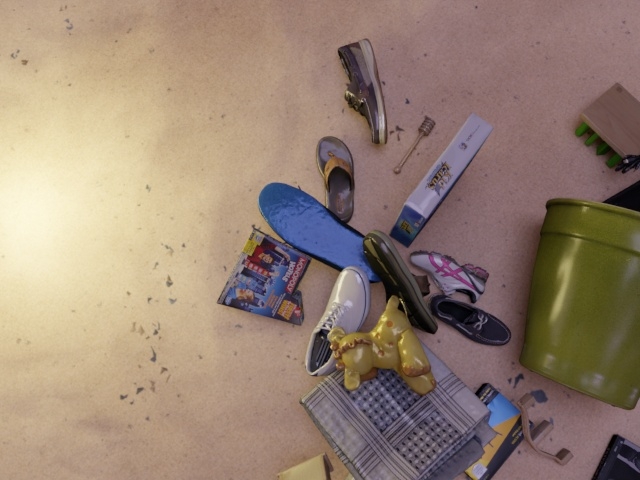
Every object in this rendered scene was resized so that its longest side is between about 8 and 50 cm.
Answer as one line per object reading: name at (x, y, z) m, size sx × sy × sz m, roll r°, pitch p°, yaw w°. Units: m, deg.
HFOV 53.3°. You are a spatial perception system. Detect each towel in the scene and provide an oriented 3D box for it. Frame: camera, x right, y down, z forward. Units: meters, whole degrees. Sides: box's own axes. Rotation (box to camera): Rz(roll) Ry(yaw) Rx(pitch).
towel at (0.167, 0.365, 1.324) m, size 0.312 × 0.056 × 0.324 m, roll -31°, pitch 66°, yaw -25°

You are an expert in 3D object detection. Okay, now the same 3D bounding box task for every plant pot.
plant pot at (0.585, 0.142, 1.321) m, size 0.366 × 0.366 × 0.353 m, roll 22°, pitch 89°, yaw 5°

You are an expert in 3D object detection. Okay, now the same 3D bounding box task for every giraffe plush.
giraffe plush at (0.115, 0.229, 1.290) m, size 0.170 × 0.181 × 0.210 m, roll -23°, pitch 116°, yaw 1°

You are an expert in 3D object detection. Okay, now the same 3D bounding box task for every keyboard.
keyboard at (0.789, -0.147, 1.488) m, size 0.317 × 0.033 × 0.202 m, roll -28°, pitch 115°, yaw -8°

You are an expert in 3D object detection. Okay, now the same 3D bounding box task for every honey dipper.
honey dipper at (0.227, -0.228, 1.551) m, size 0.030 × 0.030 × 0.161 m, roll 32°, pitch 81°, yaw 7°

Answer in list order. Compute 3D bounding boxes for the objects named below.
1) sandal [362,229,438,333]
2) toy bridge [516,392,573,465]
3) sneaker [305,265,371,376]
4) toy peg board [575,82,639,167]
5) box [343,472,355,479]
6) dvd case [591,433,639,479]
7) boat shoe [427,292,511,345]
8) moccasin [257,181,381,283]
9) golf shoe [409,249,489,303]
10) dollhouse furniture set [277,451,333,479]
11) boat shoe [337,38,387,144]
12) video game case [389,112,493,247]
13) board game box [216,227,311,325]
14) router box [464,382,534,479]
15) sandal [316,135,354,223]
sandal at (0.189, 0.090, 1.358) m, size 0.086 × 0.303 × 0.120 m, roll -43°, pitch 35°, yaw -23°
toy bridge at (0.467, 0.411, 1.359) m, size 0.063 × 0.026 × 0.188 m, roll -40°, pitch 105°, yaw -12°
sneaker at (0.037, 0.180, 1.364) m, size 0.094 × 0.091 × 0.258 m, roll 21°, pitch 104°, yaw 28°
toy peg board at (0.714, -0.271, 1.549) m, size 0.160 × 0.079 × 0.161 m, roll -38°, pitch 80°, yaw -25°
box at (0.088, 0.539, 1.326) m, size 0.101 × 0.102 × 0.087 m, roll 39°, pitch 83°, yaw 8°
dvd case at (0.701, 0.556, 1.362) m, size 0.238 × 0.029 × 0.179 m, roll 31°, pitch 78°, yaw 6°
boat shoe at (0.335, 0.182, 1.422) m, size 0.206 × 0.065 × 0.075 m, roll 27°, pitch 89°, yaw -1°
moccasin at (0.000, 0.000, 1.452) m, size 0.342 × 0.117 × 0.138 m, roll 38°, pitch 84°, yaw 4°
golf shoe at (0.287, 0.080, 1.456) m, size 0.186 × 0.067 × 0.086 m, roll 21°, pitch 79°, yaw 4°
dollhouse furniture set at (0.015, 0.566, 1.227) m, size 0.212 × 0.161 × 0.242 m, roll -24°, pitch 102°, yaw 1°
boat shoe at (0.102, -0.356, 1.548) m, size 0.092 × 0.103 × 0.285 m, roll -11°, pitch 73°, yaw 2°
video game case at (0.257, -0.121, 1.400) m, size 0.061 × 0.269 × 0.244 m, roll 35°, pitch 79°, yaw 7°
board game box at (-0.102, 0.096, 1.426) m, size 0.194 × 0.060 × 0.194 m, roll 28°, pitch 104°, yaw -1°
router box at (0.353, 0.420, 1.385) m, size 0.133 × 0.046 × 0.179 m, roll 42°, pitch 79°, yaw 9°
sandal at (0.037, -0.148, 1.513) m, size 0.089 × 0.060 × 0.219 m, roll -2°, pitch 77°, yaw -1°
